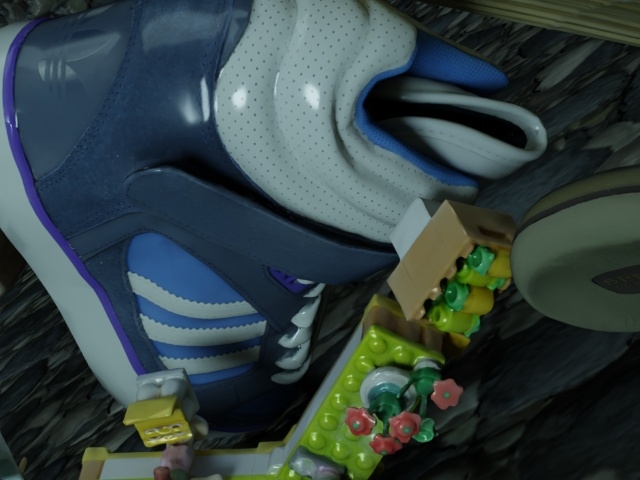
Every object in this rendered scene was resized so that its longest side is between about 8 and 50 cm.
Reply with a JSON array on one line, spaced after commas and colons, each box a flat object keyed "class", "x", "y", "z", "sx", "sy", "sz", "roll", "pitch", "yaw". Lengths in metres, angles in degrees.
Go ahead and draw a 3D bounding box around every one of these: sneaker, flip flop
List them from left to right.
[{"class": "sneaker", "x": 0.000, "y": -0.001, "z": 0.745, "sx": 0.236, "sy": 0.323, "sz": 0.130, "roll": -4, "pitch": 56, "yaw": 22}, {"class": "flip flop", "x": 0.159, "y": 0.012, "z": 0.499, "sx": 0.277, "sy": 0.112, "sz": 0.080, "roll": -15, "pitch": 51, "yaw": 54}]

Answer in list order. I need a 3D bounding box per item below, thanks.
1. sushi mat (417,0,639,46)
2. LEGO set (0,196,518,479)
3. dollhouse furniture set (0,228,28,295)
[{"class": "sushi mat", "x": 0.134, "y": -0.108, "z": 0.663, "sx": 0.151, "sy": 0.316, "sz": 0.019, "roll": 177, "pitch": 100, "yaw": -65}, {"class": "LEGO set", "x": -0.028, "y": 0.098, "z": 0.650, "sx": 0.287, "sy": 0.132, "sz": 0.107, "roll": -23, "pitch": 27, "yaw": 19}, {"class": "dollhouse furniture set", "x": -0.195, "y": 0.081, "z": 0.995, "sx": 0.374, "sy": 0.201, "sz": 0.152, "roll": -28, "pitch": 14, "yaw": 12}]
